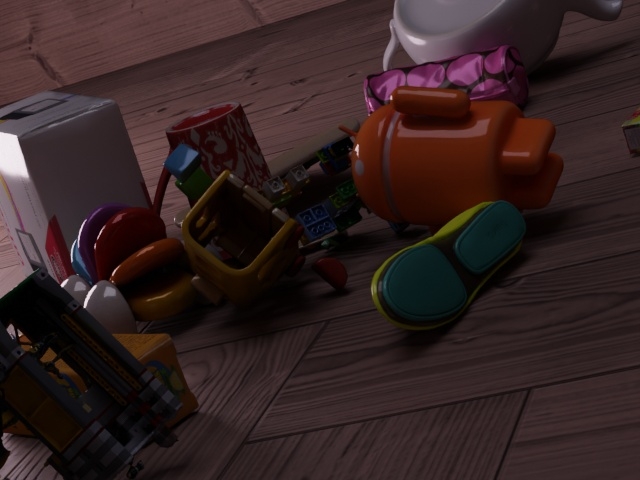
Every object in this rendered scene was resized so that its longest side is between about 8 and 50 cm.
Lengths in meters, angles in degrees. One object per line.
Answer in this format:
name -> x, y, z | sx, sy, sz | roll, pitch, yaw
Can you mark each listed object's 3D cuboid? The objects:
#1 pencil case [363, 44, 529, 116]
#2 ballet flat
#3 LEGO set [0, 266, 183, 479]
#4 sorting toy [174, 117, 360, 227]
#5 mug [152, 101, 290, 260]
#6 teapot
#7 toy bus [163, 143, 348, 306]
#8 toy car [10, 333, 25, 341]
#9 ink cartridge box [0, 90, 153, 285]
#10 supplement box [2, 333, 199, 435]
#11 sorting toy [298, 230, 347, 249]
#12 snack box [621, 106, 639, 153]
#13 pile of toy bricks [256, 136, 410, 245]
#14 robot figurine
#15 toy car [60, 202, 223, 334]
pencil case -> 0.163, -0.190, 2.101 | 0.209, 0.095, 0.098 | -13, 14, 16
ballet flat -> 0.105, 0.032, 1.470 | 0.077, 0.077, 0.231 | -35, -2, 43
LEGO set -> -0.259, 0.192, 1.267 | 0.255, 0.192, 0.331 | -46, 0, 26
sorting toy -> -0.066, -0.078, 2.042 | 0.193, 0.038, 0.208 | -32, 4, -35
mug -> -0.118, -0.057, 1.845 | 0.150, 0.169, 0.113 | -31, 19, -34
teapot -> 0.233, -0.298, 2.230 | 0.252, 0.187, 0.256 | -51, 41, -9
toy bus -> -0.085, 0.014, 1.638 | 0.104, 0.202, 0.191 | -50, 33, -14
toy car -> -0.358, 0.112, 1.811 | 0.122, 0.040, 0.060 | -13, 17, 26
ink cartridge box -> -0.309, -0.055, 1.977 | 0.131, 0.226, 0.306 | -25, 15, -20
supplement box -> -0.219, 0.134, 1.493 | 0.233, 0.078, 0.080 | -5, 22, 46
sorting toy -> 0.000, 0.000, 1.797 | 0.062, 0.012, 0.083 | -15, 12, 1
snack box -> 0.394, -0.139, 1.732 | 0.100, 0.037, 0.141 | -8, 19, 33
pile of toy bricks -> 0.030, -0.042, 1.746 | 0.212, 0.118, 0.105 | -26, -13, -27
robot figurine -> 0.126, -0.075, 1.607 | 0.219, 0.128, 0.158 | 3, -9, 26
toy car -> -0.205, 0.026, 1.732 | 0.159, 0.136, 0.182 | -29, 18, -27
